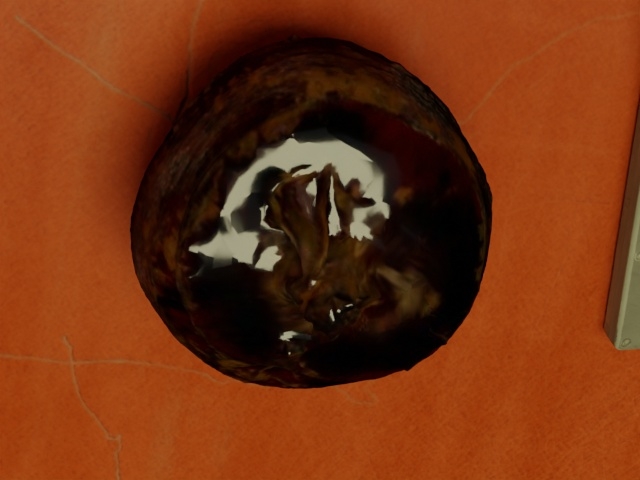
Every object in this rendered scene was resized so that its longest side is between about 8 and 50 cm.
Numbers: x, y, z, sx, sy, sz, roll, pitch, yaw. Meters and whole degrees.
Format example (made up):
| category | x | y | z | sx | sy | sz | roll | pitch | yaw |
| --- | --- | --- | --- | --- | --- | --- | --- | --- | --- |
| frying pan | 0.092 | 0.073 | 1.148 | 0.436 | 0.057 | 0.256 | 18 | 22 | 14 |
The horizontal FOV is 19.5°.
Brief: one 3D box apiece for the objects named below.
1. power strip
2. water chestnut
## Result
| category | x | y | z | sx | sy | sz | roll | pitch | yaw |
| --- | --- | --- | --- | --- | --- | --- | --- | --- | --- |
| power strip | 0.366 | -0.046 | 1.898 | 0.106 | 0.043 | 0.367 | -3 | 120 | -12 |
| water chestnut | 0.000 | 0.000 | 1.685 | 0.351 | 0.302 | 0.350 | -5 | 116 | -11 |
